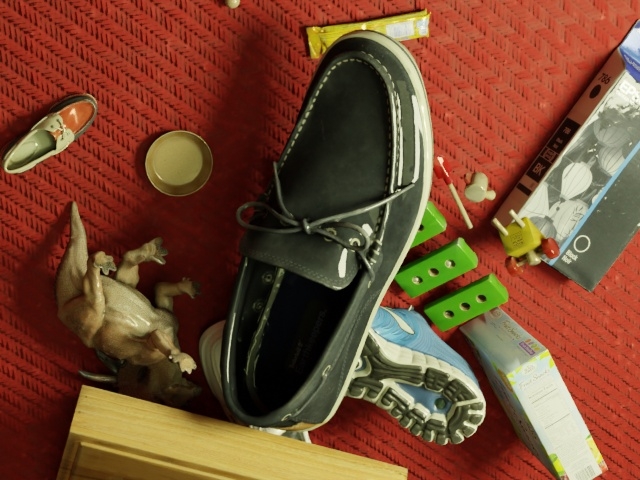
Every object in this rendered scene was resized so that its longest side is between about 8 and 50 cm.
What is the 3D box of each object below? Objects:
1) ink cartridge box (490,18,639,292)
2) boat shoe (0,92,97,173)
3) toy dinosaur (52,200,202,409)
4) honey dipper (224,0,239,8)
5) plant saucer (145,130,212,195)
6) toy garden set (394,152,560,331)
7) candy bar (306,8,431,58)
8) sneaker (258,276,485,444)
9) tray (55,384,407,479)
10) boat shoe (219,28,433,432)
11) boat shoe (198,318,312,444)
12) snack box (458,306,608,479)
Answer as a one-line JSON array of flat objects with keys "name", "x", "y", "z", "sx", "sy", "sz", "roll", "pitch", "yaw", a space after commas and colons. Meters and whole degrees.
[{"name": "ink cartridge box", "x": 0.388, "y": -0.109, "z": 1.802, "sx": 0.165, "sy": 0.065, "sz": 0.332, "roll": 32, "pitch": 97, "yaw": -21}, {"name": "boat shoe", "x": -0.322, "y": -0.125, "z": 1.620, "sx": 0.137, "sy": 0.043, "sz": 0.049, "roll": -34, "pitch": 111, "yaw": -3}, {"name": "toy dinosaur", "x": -0.254, "y": 0.106, "z": 1.682, "sx": 0.295, "sy": 0.127, "sz": 0.200, "roll": 48, "pitch": 128, "yaw": -7}, {"name": "honey dipper", "x": -0.050, "y": -0.332, "z": 1.630, "sx": 0.161, "sy": 0.030, "sz": 0.030, "roll": -41, "pitch": 113, "yaw": 3}, {"name": "plant saucer", "x": -0.175, "y": -0.096, "z": 1.683, "sx": 0.083, "sy": 0.015, "sz": 0.083, "roll": -4, "pitch": 108, "yaw": -13}, {"name": "toy garden set", "x": 0.167, "y": -0.017, "z": 1.748, "sx": 0.204, "sy": 0.049, "sz": 0.244, "roll": -29, "pitch": 115, "yaw": 30}, {"name": "candy bar", "x": 0.063, "y": -0.257, "z": 1.690, "sx": 0.161, "sy": 0.018, "sz": 0.040, "roll": -12, "pitch": 114, "yaw": -11}, {"name": "sneaker", "x": 0.062, "y": 0.141, "z": 1.771, "sx": 0.330, "sy": 0.147, "sz": 0.130, "roll": 32, "pitch": 109, "yaw": -3}, {"name": "tray", "x": -0.119, "y": 0.310, "z": 1.704, "sx": 0.411, "sy": 0.076, "sz": 0.203, "roll": 16, "pitch": 141, "yaw": -7}, {"name": "boat shoe", "x": 0.000, "y": 0.000, "z": 1.596, "sx": 0.187, "sy": 0.156, "sz": 0.500, "roll": 22, "pitch": 103, "yaw": 23}, {"name": "boat shoe", "x": -0.067, "y": 0.227, "z": 1.774, "sx": 0.098, "sy": 0.096, "sz": 0.277, "roll": -30, "pitch": 113, "yaw": -4}, {"name": "snack box", "x": 0.282, "y": 0.208, "z": 1.817, "sx": 0.070, "sy": 0.174, "sz": 0.207, "roll": -33, "pitch": 113, "yaw": -4}]
